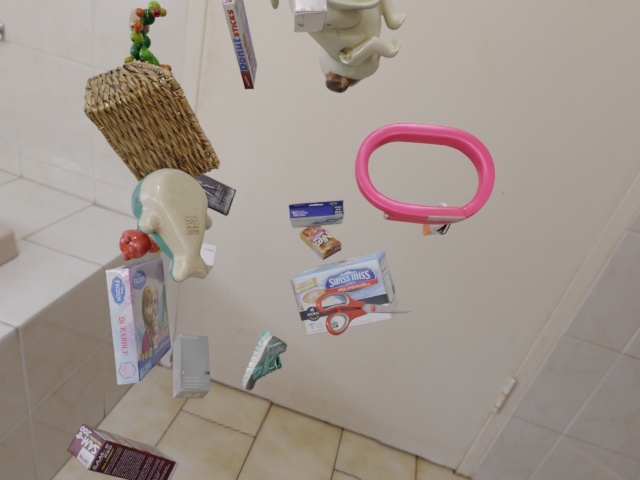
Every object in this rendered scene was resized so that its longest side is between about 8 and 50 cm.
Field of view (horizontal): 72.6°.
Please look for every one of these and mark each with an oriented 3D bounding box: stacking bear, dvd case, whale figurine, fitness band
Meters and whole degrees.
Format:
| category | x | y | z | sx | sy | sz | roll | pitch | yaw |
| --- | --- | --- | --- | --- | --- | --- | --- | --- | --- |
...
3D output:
| category | x | y | z | sx | sy | sz | roll | pitch | yaw |
| --- | --- | --- | --- | --- | --- | --- | --- | --- | --- |
| stacking bear | -0.638 | -0.023 | 1.674 | 0.164 | 0.175 | 0.289 | 33 | 38 | 16 |
| dvd case | -0.447 | -0.194 | 1.704 | 0.221 | 0.018 | 0.164 | 26 | 39 | -18 |
| whale figurine | -0.356 | -0.032 | 1.045 | 0.141 | 0.272 | 0.216 | -16 | -2 | 29 |
| fitness band | 0.214 | -0.139 | 0.901 | 0.290 | 0.209 | 0.054 | 5 | -16 | -2 |

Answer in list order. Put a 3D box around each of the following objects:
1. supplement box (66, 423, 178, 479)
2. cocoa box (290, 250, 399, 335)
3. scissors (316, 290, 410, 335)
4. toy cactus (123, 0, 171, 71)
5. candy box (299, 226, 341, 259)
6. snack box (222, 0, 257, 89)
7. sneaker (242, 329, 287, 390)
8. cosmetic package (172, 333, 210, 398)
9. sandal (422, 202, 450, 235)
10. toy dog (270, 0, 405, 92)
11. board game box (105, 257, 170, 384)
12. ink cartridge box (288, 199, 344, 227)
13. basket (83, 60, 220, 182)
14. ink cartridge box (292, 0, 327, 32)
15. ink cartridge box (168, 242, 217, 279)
| category | x | y | z | sx | sy | sz | roll | pitch | yaw |
| --- | --- | --- | --- | --- | --- | --- | --- | --- | --- |
| supplement box | -0.497 | 0.551 | 1.109 | 0.130 | 0.239 | 0.073 | 4 | 59 | 39 |
| cocoa box | 0.099 | 0.195 | 1.673 | 0.347 | 0.228 | 0.231 | -14 | 3 | 15 |
| scissors | 0.120 | 0.169 | 1.144 | 0.297 | 0.021 | 0.109 | -8 | 74 | -33 |
| toy cactus | -0.445 | -0.526 | 1.114 | 0.112 | 0.219 | 0.180 | -7 | 59 | -29 |
| candy box | 0.000 | 0.000 | 2.023 | 0.109 | 0.053 | 0.186 | -29 | 51 | -24 |
| snack box | -0.139 | -0.357 | 0.772 | 0.022 | 0.178 | 0.064 | 0 | 63 | 3 |
| sneaker | -0.131 | 0.295 | 1.031 | 0.076 | 0.166 | 0.065 | 24 | 20 | -1 |
| cosmetic package | -0.520 | 0.504 | 1.751 | 0.127 | 0.107 | 0.238 | 11 | 49 | -33 |
| sandal | 0.384 | -0.062 | 1.384 | 0.076 | 0.102 | 0.265 | 8 | -1 | 0 |
| toy dog | 0.068 | -0.647 | 1.353 | 0.395 | 0.408 | 0.285 | -7 | 67 | 11 |
| board game box | -0.545 | 0.225 | 1.334 | 0.066 | 0.318 | 0.318 | -5 | 4 | -4 |
| ink cartridge box | -0.015 | -0.103 | 1.774 | 0.223 | 0.045 | 0.224 | -5 | -13 | 0 |
| basket | -0.421 | -0.308 | 1.132 | 0.223 | 0.299 | 0.213 | -23 | 47 | 0 |
| ink cartridge box | -0.032 | -0.630 | 1.063 | 0.082 | 0.191 | 0.139 | -5 | 8 | -4 |
| ink cartridge box | -0.498 | 0.076 | 1.692 | 0.148 | 0.203 | 0.086 | 12 | 66 | -20 |
